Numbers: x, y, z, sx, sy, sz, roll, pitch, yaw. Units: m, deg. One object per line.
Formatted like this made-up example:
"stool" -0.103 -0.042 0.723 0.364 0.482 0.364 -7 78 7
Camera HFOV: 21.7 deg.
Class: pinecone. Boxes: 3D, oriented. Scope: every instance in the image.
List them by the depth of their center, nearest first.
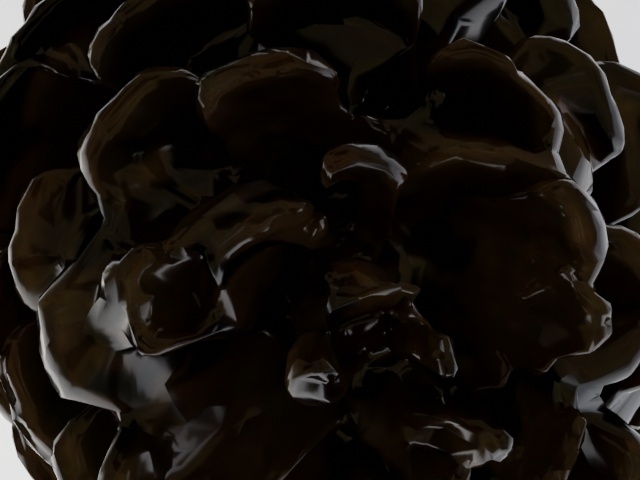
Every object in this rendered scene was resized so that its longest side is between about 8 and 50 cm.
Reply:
"pinecone" 0.000 0.000 0.485 0.224 0.272 0.224 -1 -84 -9
